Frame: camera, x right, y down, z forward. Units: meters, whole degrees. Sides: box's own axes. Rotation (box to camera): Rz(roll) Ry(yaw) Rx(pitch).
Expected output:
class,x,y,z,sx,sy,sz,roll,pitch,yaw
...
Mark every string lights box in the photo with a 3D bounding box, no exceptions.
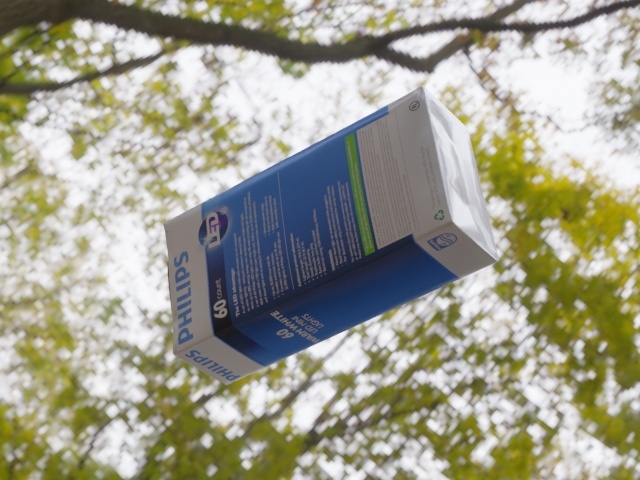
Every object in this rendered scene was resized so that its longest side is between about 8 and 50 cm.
class,x,y,z,sx,sy,sz,roll,pitch,yaw
string lights box,0.000,0.000,1.126,0.259,0.133,0.076,-26,-38,25
